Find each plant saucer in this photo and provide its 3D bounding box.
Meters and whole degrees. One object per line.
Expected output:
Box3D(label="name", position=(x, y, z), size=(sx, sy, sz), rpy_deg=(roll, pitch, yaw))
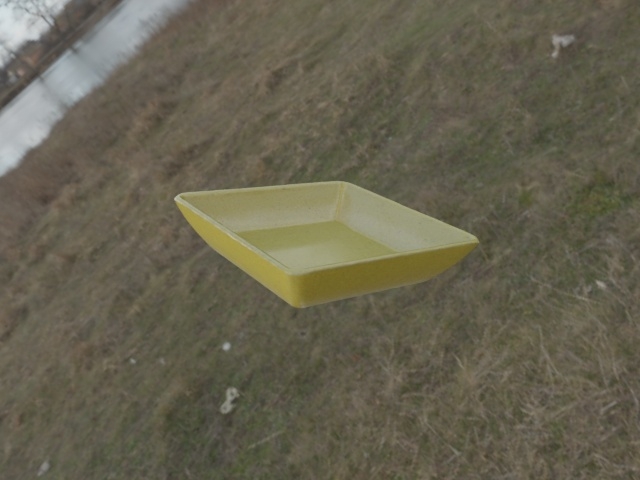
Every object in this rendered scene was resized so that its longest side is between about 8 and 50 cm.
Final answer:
Box3D(label="plant saucer", position=(0.000, 0.000, 0.971), size=(0.333, 0.081, 0.333), rpy_deg=(-8, 24, -35))
